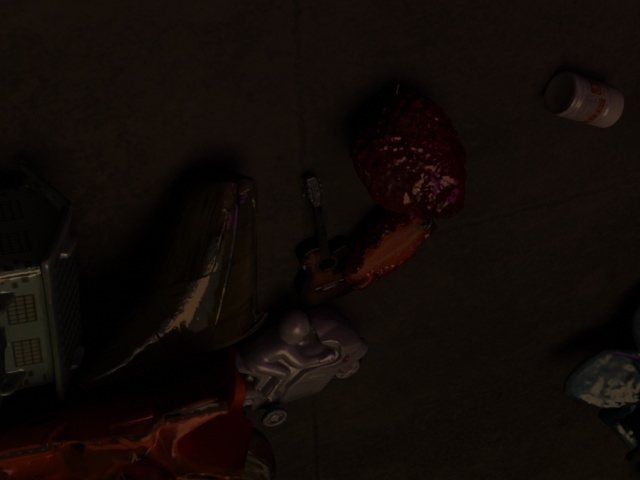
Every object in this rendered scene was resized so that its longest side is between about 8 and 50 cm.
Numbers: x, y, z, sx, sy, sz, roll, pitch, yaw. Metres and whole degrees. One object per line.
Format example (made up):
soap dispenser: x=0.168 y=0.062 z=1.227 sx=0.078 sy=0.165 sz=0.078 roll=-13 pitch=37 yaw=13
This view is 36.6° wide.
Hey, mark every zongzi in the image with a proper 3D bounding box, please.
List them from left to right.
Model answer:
zongzi: x=-0.182 y=0.044 z=1.103 sx=0.256 sy=0.115 sz=0.228 roll=-19 pitch=125 yaw=-33

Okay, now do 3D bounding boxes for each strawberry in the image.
strawberry: x=0.087 y=0.002 z=1.285 sx=0.152 sy=0.048 sz=0.104 roll=-36 pitch=147 yaw=3
strawberry: x=0.104 y=-0.096 z=1.121 sx=0.131 sy=0.148 sz=0.131 roll=-13 pitch=136 yaw=-13

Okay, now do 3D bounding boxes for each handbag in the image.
handbag: x=-0.291 y=0.225 z=1.123 sx=0.410 sy=0.303 sz=0.116 roll=-10 pitch=95 yaw=-1

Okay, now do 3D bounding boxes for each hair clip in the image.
hair clip: x=0.623 y=0.262 z=1.651 sx=0.318 sy=0.392 sz=0.238 roll=-39 pitch=163 yaw=14

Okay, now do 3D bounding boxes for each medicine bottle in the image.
medicine bottle: x=0.331 y=-0.176 z=1.216 sx=0.089 sy=0.057 sz=0.057 roll=9 pitch=128 yaw=-33

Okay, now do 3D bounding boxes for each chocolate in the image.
chocolate: x=-0.183 y=0.284 z=1.377 sx=0.254 sy=0.080 sz=0.157 roll=6 pitch=142 yaw=8

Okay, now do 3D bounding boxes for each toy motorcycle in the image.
toy motorcycle: x=-0.046 y=0.158 z=1.341 sx=0.260 sy=0.110 sz=0.170 roll=-10 pitch=135 yaw=-23

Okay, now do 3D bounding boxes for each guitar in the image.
guitar: x=0.000 y=0.000 z=1.261 sx=0.088 sy=0.025 sz=0.233 roll=-19 pitch=137 yaw=-8

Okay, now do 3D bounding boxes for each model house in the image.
model house: x=-0.362 y=0.057 z=1.015 sx=0.215 sy=0.198 sz=0.224 roll=-11 pitch=135 yaw=-21

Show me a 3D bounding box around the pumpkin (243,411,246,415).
pumpkin: x=-0.209 y=0.397 z=1.465 sx=0.111 sy=0.163 sz=0.278 roll=21 pitch=119 yaw=-37
